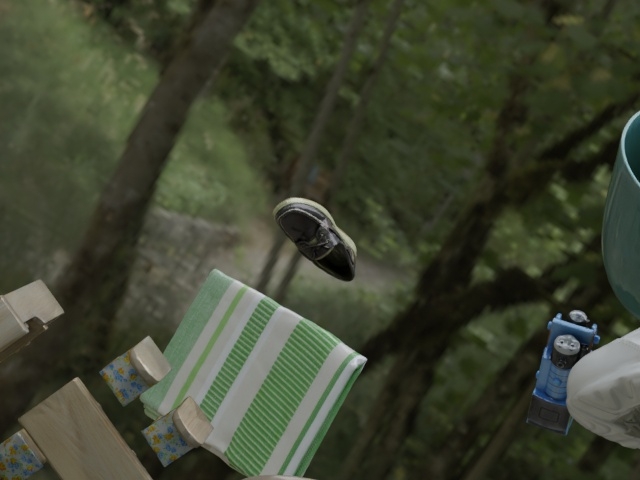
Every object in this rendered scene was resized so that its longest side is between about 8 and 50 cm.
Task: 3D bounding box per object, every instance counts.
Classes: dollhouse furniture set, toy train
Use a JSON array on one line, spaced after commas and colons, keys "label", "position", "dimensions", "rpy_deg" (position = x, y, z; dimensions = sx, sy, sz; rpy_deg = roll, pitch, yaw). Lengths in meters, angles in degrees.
[{"label": "dollhouse furniture set", "position": [-0.262, 0.172, 1.396], "dimensions": [0.242, 0.212, 0.161], "rpy_deg": [54, 6, -2]}, {"label": "toy train", "position": [0.353, 0.190, 2.074], "dimensions": [0.080, 0.184, 0.105], "rpy_deg": [17, 38, 13]}]

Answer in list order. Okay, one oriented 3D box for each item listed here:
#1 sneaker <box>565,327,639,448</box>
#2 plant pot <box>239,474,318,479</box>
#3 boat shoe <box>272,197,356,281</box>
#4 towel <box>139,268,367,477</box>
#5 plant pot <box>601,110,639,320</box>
[{"label": "sneaker", "position": [0.239, 0.036, 0.770], "dimensions": [0.090, 0.232, 0.115], "rpy_deg": [49, 26, -41]}, {"label": "plant pot", "position": [-0.034, 0.412, 1.499], "dimensions": [0.323, 0.280, 0.323], "rpy_deg": [11, -30, 6]}, {"label": "boat shoe", "position": [0.000, 0.000, 1.720], "dimensions": [0.152, 0.056, 0.049], "rpy_deg": [36, 26, -43]}, {"label": "towel", "position": [-0.107, 0.208, 2.111], "dimensions": [0.325, 0.248, 0.038], "rpy_deg": [26, -6, 39]}, {"label": "plant pot", "position": [0.511, -0.009, 1.922], "dimensions": [0.293, 0.235, 0.293], "rpy_deg": [7, 42, -6]}]
